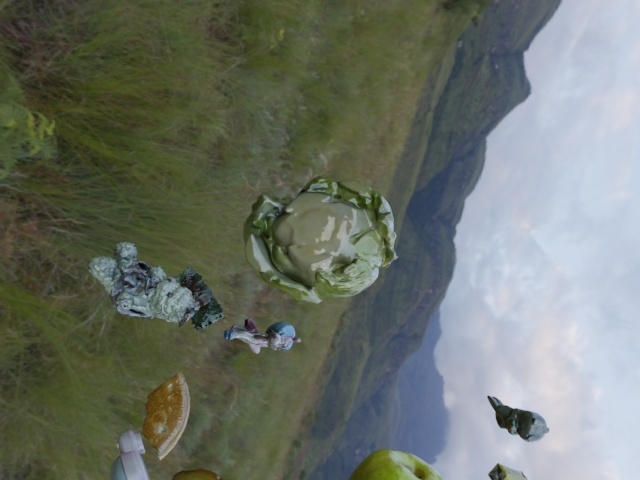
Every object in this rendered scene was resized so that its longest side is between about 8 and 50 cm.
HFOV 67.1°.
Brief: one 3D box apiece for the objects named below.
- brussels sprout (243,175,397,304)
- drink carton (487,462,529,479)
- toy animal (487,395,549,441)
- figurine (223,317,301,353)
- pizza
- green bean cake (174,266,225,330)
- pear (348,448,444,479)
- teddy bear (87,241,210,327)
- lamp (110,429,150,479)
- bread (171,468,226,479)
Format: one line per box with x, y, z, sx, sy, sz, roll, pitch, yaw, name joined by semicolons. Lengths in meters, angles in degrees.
0.001;0.014;1.384;0.361;0.424;0.343;88;-6;-67;brussels sprout
0.728;0.906;1.820;0.084;0.200;0.074;-58;-155;11;drink carton
0.761;0.704;1.912;0.125;0.127;0.251;-45;-156;-16;toy animal
-0.189;0.314;1.628;0.205;0.260;0.103;-31;-125;49;figurine
-0.632;0.708;1.980;0.074;0.182;0.366;86;-1;-50;pizza
-0.410;0.190;1.590;0.208;0.107;0.193;61;-18;1;green bean cake
0.238;0.911;1.611;0.391;0.390;0.391;11;90;-88;pear
-0.309;0.100;0.857;0.111;0.213;0.133;-63;172;25;teddy bear
-0.559;0.684;1.415;0.246;0.107;0.180;63;-31;33;lamp
-0.248;0.628;1.056;0.148;0.269;0.270;-39;147;-49;bread
